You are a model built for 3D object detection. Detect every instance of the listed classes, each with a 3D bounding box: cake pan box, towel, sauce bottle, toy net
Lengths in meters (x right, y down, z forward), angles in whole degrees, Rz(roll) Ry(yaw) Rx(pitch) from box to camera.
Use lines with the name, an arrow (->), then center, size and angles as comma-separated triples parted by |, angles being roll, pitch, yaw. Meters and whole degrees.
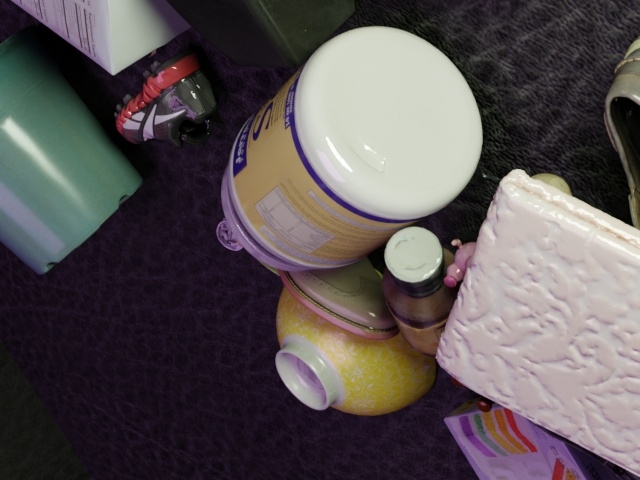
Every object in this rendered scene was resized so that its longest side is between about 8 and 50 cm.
cake pan box -> 0.326, 0.337, 1.870 | 0.267, 0.070, 0.245 | 59, 152, -4
towel -> 0.296, 0.104, 1.395 | 0.317, 0.053, 0.332 | 27, 141, 12
sauce bottle -> 0.137, 0.068, 1.678 | 0.111, 0.111, 0.344 | 41, 175, 18
toy net -> -0.123, -0.002, 2.091 | 0.122, 0.045, 0.232 | 38, 169, -28

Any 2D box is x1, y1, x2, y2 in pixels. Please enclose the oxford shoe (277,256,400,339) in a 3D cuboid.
oxford shoe -> 0.000, 0.000, 1.888 | 0.348, 0.123, 0.130 | 44, 129, 22

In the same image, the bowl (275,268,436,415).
bowl -> 0.022, 0.173, 2.032 | 0.289, 0.156, 0.289 | 35, 147, 27

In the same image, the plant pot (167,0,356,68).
plant pot -> -0.066, -0.317, 1.607 | 0.187, 0.188, 0.167 | 11, 141, 48

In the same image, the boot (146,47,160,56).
boot -> -0.346, -0.344, 1.989 | 0.198, 0.137, 0.077 | 57, 150, -12

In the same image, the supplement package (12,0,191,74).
supplement package -> -0.306, -0.407, 1.800 | 0.262, 0.199, 0.198 | 36, 146, 24

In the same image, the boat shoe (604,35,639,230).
boat shoe -> 0.377, -0.036, 1.339 | 0.132, 0.130, 0.355 | -5, 119, 56

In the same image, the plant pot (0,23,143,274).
plant pot -> -0.512, -0.142, 2.283 | 0.334, 0.341, 0.341 | 47, 151, -10

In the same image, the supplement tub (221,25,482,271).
supplement tub -> 0.025, -0.100, 1.641 | 0.241, 0.241, 0.331 | 52, 150, -2

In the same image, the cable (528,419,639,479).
cable -> 0.366, 0.252, 1.690 | 0.287, 0.139, 0.072 | 40, 112, 9

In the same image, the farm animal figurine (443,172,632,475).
farm animal figurine -> 0.310, 0.081, 1.543 | 0.326, 0.172, 0.330 | 28, 140, 13

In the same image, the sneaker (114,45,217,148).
sneaker -> -0.239, -0.193, 2.044 | 0.135, 0.097, 0.276 | 55, 149, -1
